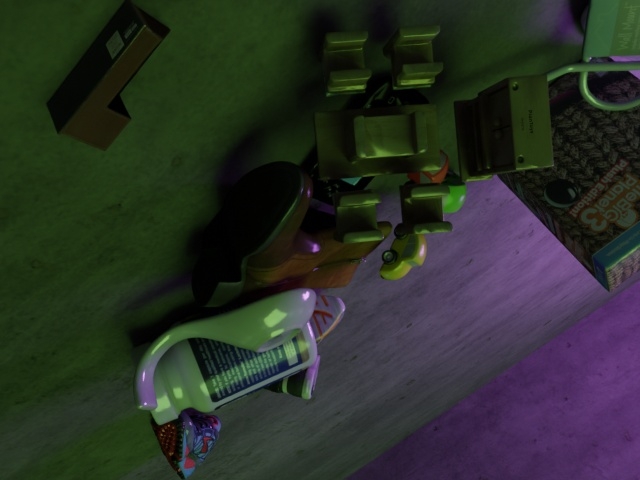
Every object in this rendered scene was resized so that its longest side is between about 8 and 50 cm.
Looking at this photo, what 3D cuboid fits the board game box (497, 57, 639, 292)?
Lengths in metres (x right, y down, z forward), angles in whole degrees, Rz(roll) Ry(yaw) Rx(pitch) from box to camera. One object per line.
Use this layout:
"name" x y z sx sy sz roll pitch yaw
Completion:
"board game box" 0.449 -0.111 0.874 0.232 0.291 0.141 -40 147 11

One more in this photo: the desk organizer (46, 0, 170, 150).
"desk organizer" -0.189 -0.148 0.509 0.130 0.047 0.050 -43 149 17

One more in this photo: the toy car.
"toy car" 0.181 -0.062 0.864 0.225 0.053 0.239 -27 134 -51

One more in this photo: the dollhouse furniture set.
"dollhouse furniture set" 0.112 -0.117 0.642 0.242 0.212 0.161 -6 -176 -7

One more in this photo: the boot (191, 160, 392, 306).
"boot" 0.000 0.000 0.745 0.280 0.096 0.264 -3 138 -39

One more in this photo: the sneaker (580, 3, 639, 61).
"sneaker" 0.515 -0.344 0.814 0.296 0.104 0.146 9 101 -21

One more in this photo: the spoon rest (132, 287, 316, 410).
"spoon rest" -0.131 0.132 0.760 0.276 0.084 0.137 -28 161 -6

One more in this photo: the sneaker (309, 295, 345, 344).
"sneaker" -0.027 0.171 1.051 0.215 0.084 0.083 -39 149 30

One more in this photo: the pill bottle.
"pill bottle" -0.152 0.179 0.880 0.265 0.153 0.153 -21 146 -18

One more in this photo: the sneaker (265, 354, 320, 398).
"sneaker" -0.068 0.275 1.169 0.121 0.079 0.217 11 174 4

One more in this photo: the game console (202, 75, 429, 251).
"game console" -0.002 -0.076 0.770 0.213 0.044 0.361 12 127 -48

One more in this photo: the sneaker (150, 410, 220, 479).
"sneaker" -0.271 0.395 1.149 0.125 0.104 0.262 -35 157 -30

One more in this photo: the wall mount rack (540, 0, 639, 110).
"wall mount rack" 0.347 -0.284 0.680 0.304 0.130 0.350 2 135 17
